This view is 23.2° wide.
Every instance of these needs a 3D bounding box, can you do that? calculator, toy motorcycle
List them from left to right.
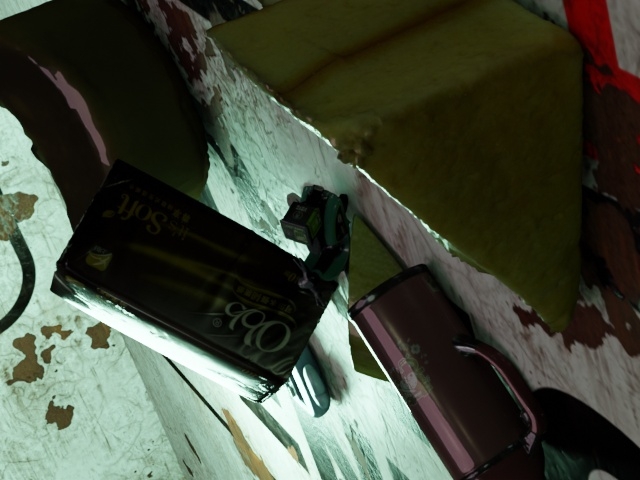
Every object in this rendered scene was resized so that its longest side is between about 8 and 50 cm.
[{"bbox_3d":[-0.052,0.195,2.566,0.303,0.042,0.188,32,147,61],"label":"calculator"},{"bbox_3d":[0.000,0.000,1.951,0.058,0.100,0.173,19,149,24],"label":"toy motorcycle"}]

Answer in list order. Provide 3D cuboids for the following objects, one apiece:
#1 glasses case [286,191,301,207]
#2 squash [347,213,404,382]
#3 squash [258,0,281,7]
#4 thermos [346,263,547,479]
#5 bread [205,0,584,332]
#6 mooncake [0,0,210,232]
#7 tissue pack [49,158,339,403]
[{"bbox_3d":[-0.020,-0.034,2.097,0.083,0.021,0.032,48,158,38],"label":"glasses case"},{"bbox_3d":[0.110,0.106,1.952,0.237,0.155,0.204,80,-168,-53],"label":"squash"},{"bbox_3d":[-0.064,-0.304,1.646,0.188,0.095,0.095,45,159,58],"label":"squash"},{"bbox_3d":[0.173,0.184,1.761,0.330,0.136,0.109,57,-168,12],"label":"thermos"},{"bbox_3d":[0.089,-0.040,1.365,0.233,0.245,0.361,43,153,45],"label":"bread"},{"bbox_3d":[-0.359,-0.185,2.442,0.393,0.246,0.394,30,141,37],"label":"mooncake"},{"bbox_3d":[-0.176,0.063,2.200,0.370,0.198,0.210,28,159,-4],"label":"tissue pack"}]
